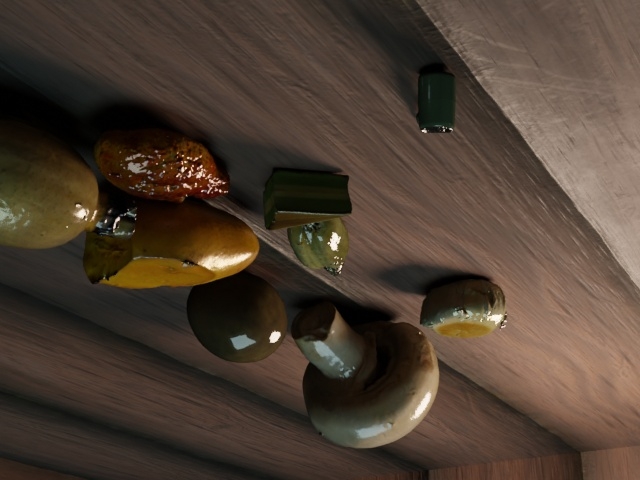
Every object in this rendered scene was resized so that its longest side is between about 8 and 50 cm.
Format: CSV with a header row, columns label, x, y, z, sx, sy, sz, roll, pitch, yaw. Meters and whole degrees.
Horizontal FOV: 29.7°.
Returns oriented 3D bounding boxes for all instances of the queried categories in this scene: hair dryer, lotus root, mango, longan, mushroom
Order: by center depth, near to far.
label,x,y,z,sx,sy,sz,roll,pitch,yaw
hair dryer,0.137,-0.165,1.548,0.047,0.071,0.150,3,174,-7
lotus root,-0.378,-0.069,1.577,0.182,0.183,0.310,-21,150,40
mango,-0.213,0.001,1.816,0.187,0.138,0.257,-7,174,45
lotus root,0.000,-0.001,1.913,0.090,0.077,0.183,0,156,15
longan,-0.152,0.129,2.144,0.185,0.159,0.204,30,-176,-27
mushroom,0.076,0.240,2.349,0.292,0.292,0.290,-12,127,25

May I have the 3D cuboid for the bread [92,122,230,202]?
label,x,y,z,sx,sy,sz,roll,pitch,yaw
bread,-0.212,-0.093,1.650,0.139,0.095,0.269,0,164,17

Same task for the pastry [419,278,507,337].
label,x,y,z,sx,sy,sz,roll,pitch,yaw
pastry,0.264,0.128,2.243,0.165,0.088,0.166,-2,157,-1

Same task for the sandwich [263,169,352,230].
label,x,y,z,sx,sy,sz,roll,pitch,yaw
sandwich,-0.020,-0.057,1.779,0.116,0.074,0.074,3,156,-13
